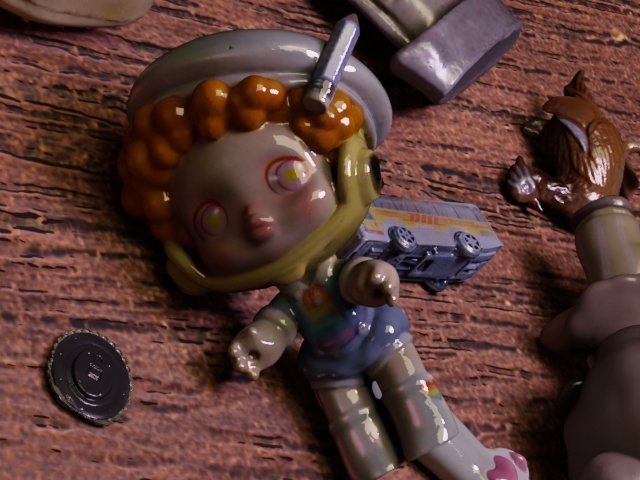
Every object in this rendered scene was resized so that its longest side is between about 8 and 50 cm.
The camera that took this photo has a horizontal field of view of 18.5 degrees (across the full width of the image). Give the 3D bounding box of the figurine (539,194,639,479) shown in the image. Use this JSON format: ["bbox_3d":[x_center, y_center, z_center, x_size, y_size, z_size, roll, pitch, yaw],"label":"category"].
[{"bbox_3d":[0.321,0.125,1.797,0.248,0.203,0.381,20,44,-28],"label":"figurine"}]

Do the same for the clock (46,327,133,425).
[{"bbox_3d":[-0.172,0.101,1.474,0.074,0.010,0.083,35,39,-18],"label":"clock"}]

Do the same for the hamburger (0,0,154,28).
[{"bbox_3d":[-0.223,-0.260,1.662,0.210,0.116,0.173,1,66,-50],"label":"hamburger"}]

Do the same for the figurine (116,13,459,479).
[{"bbox_3d":[-0.026,0.015,1.605,0.205,0.224,0.382,-19,95,-72],"label":"figurine"}]

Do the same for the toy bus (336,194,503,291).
[{"bbox_3d":[0.082,-0.001,1.780,0.190,0.064,0.075,5,49,-43],"label":"toy bus"}]

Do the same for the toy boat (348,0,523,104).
[{"bbox_3d":[0.086,-0.255,1.979,0.293,0.111,0.276,50,28,18],"label":"toy boat"}]

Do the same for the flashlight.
[{"bbox_3d":[0.108,0.171,1.667,0.200,0.047,0.093,44,39,-8],"label":"flashlight"}]

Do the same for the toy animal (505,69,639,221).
[{"bbox_3d":[0.256,-0.097,2.033,0.179,0.089,0.188,1,62,-27],"label":"toy animal"}]
